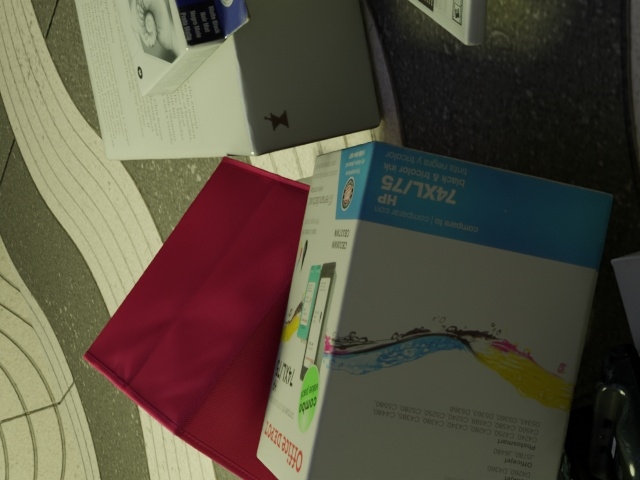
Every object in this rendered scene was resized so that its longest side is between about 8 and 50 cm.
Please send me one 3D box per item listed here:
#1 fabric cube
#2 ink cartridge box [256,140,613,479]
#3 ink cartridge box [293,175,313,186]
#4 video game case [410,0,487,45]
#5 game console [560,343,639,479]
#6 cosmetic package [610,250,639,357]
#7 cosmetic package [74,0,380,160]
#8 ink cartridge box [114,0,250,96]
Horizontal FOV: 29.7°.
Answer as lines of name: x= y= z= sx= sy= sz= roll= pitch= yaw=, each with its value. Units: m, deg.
fabric cube: x=-0.034 y=0.105 z=1.206 sx=0.254 sy=0.258 sz=0.259 roll=39 pitch=171 yaw=-31
ink cartridge box: x=0.082 y=0.077 z=0.969 sx=0.198 sy=0.197 sz=0.270 roll=180 pitch=101 yaw=-77
ink cartridge box: x=0.000 y=0.000 z=1.410 sx=0.099 sy=0.056 sz=0.135 roll=20 pitch=121 yaw=58
video game case: x=0.108 y=-0.288 z=1.056 sx=0.173 sy=0.022 sz=0.190 roll=-124 pitch=29 yaw=-58
game console: x=0.236 y=0.205 z=0.916 sx=0.361 sy=0.044 sz=0.213 roll=71 pitch=-179 yaw=-59
cosmetic package: x=0.304 y=0.104 z=0.829 sx=0.107 sy=0.127 sz=0.238 roll=-21 pitch=84 yaw=63
cosmetic package: x=-0.128 y=-0.220 z=1.418 sx=0.453 sy=0.161 sz=0.230 roll=7 pitch=109 yaw=61
ink cartridge box: x=-0.161 y=-0.284 z=1.232 sx=0.224 sy=0.045 sz=0.223 roll=-27 pitch=78 yaw=60
